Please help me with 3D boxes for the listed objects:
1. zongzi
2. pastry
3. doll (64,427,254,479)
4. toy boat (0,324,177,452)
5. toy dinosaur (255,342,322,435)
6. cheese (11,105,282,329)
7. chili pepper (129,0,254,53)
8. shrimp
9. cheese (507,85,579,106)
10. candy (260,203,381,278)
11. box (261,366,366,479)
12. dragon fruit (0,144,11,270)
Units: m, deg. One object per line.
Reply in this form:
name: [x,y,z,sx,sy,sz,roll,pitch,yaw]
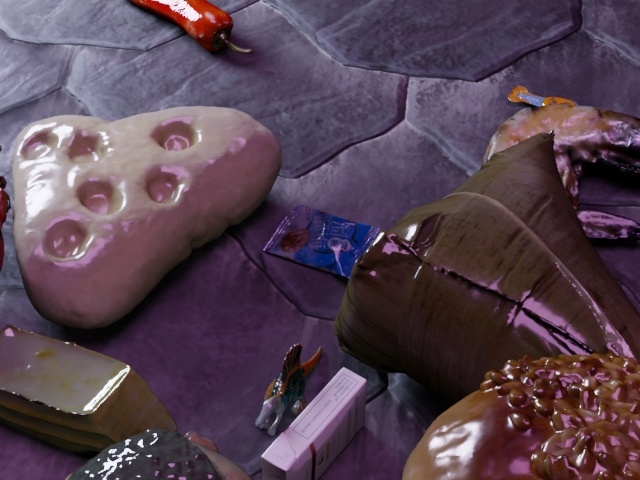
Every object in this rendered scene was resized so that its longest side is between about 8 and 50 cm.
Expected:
zongzi: [0.336,0.065,1.602,0.500,0.218,0.467,32,53,25]
pastry: [0.272,0.260,1.222,0.410,0.245,0.409,9,35,-7]
doll: [-0.210,0.336,1.336,0.350,0.247,0.247,-34,56,-21]
toy boat: [-0.296,0.174,1.571,0.276,0.084,0.111,20,47,18]
toy dinosaur: [-0.035,0.159,1.577,0.044,0.106,0.187,23,51,19]
cheese: [-0.224,-0.028,1.733,0.351,0.129,0.328,-1,44,-1]
chili pepper: [-0.202,-0.343,2.084,0.272,0.063,0.071,32,41,29]
shrimp: [0.399,-0.077,1.851,0.365,0.071,0.233,14,57,11]
cheese: [0.327,-0.198,1.990,0.111,0.017,0.047,20,46,17]
candy: [0.001,-0.001,1.781,0.136,0.038,0.088,18,62,24]
box: [-0.005,0.223,1.533,0.040,0.084,0.154,29,52,23]
dragon fruit: [-0.476,-0.007,1.675,0.282,0.147,0.211,-33,56,1]
